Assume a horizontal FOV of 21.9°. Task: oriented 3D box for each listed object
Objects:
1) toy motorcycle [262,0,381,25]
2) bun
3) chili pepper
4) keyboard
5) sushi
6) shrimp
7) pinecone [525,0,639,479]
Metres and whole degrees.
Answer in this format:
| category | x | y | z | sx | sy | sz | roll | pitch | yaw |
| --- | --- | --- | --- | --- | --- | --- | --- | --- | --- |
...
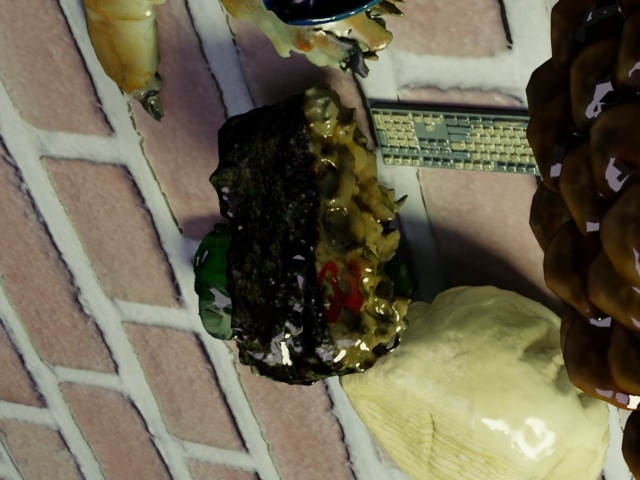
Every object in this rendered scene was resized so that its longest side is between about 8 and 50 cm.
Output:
| category | x | y | z | sx | sy | sz | roll | pitch | yaw |
| --- | --- | --- | --- | --- | --- | --- | --- | --- | --- |
| toy motorcycle | -0.029 | -0.241 | 0.924 | 0.125 | 0.196 | 0.331 | -24 | 150 | 2 |
| bun | 0.133 | 0.121 | 1.313 | 0.229 | 0.145 | 0.229 | 32 | 159 | 14 |
| chili pepper | -0.016 | 0.035 | 1.368 | 0.216 | 0.062 | 0.108 | -7 | 131 | 34 |
| keyboard | 0.121 | -0.072 | 1.200 | 0.176 | 0.014 | 0.055 | 6 | 134 | 26 |
| sushi | 0.000 | 0.000 | 1.225 | 0.115 | 0.213 | 0.147 | -11 | 165 | 22 |
| shrimp | -0.093 | -0.171 | 1.174 | 0.287 | 0.068 | 0.185 | -15 | 123 | 44 |
| pinecone | 0.321 | -0.031 | 0.869 | 0.397 | 0.398 | 0.398 | 17 | 141 | 14 |
